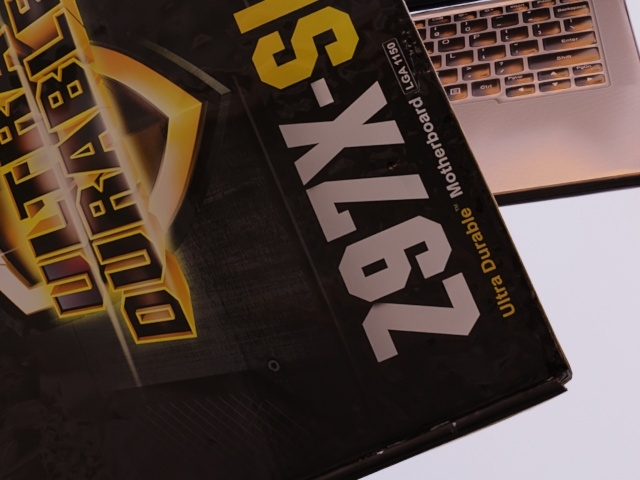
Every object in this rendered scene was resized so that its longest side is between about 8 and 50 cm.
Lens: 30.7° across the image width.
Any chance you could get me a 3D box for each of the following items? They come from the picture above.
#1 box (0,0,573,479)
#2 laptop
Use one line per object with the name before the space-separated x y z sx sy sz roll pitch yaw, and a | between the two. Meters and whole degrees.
box | -0.076 -0.034 0.502 0.257 0.079 0.322 -23 -100 2
laptop | 0.018 -0.222 0.833 0.382 0.408 0.236 -8 -52 12
